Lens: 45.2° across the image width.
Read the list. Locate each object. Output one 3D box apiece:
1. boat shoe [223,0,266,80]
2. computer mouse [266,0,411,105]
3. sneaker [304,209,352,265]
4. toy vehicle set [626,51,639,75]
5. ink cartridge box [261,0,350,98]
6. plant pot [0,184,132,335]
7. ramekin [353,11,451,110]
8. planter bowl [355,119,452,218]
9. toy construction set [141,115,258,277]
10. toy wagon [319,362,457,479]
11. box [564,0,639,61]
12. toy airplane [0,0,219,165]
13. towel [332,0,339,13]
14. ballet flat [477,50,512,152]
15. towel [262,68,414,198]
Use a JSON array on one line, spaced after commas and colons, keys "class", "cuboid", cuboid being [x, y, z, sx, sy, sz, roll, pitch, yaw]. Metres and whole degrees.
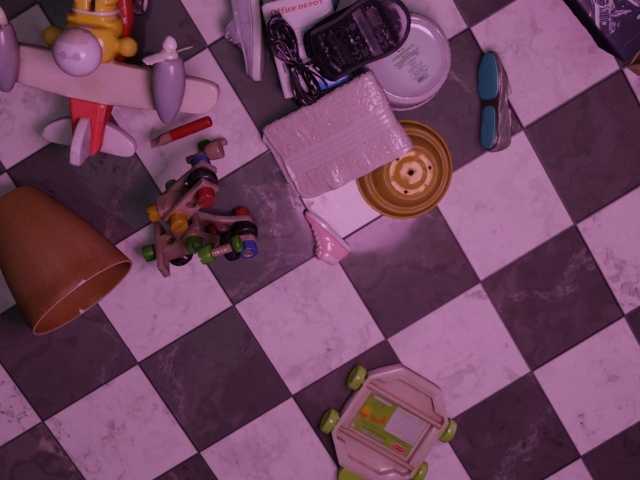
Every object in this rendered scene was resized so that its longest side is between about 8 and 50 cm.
[{"class": "boat shoe", "cuboid": [-0.157, -0.440, 1.577, 0.081, 0.079, 0.228, -3, 95, 6]}, {"class": "computer mouse", "cuboid": [0.046, -0.396, 1.496, 0.272, 0.072, 0.189, -20, 112, 17]}, {"class": "sneaker", "cuboid": [0.000, 0.000, 1.667, 0.134, 0.051, 0.070, 44, 89, -14]}, {"class": "toy vehicle set", "cuboid": [0.760, -0.467, 1.589, 0.035, 0.166, 0.267, 32, 96, -9]}, {"class": "ink cartridge box", "cuboid": [-0.029, -0.402, 1.565, 0.139, 0.082, 0.191, -13, 108, 3]}, {"class": "plant pot", "cuboid": [-0.554, 0.020, 1.557, 0.237, 0.237, 0.254, -39, 86, 3]}, {"class": "ramekin", "cuboid": [0.173, -0.374, 1.590, 0.207, 0.109, 0.207, -1, 99, -5]}, {"class": "planter bowl", "cuboid": [0.186, -0.147, 1.638, 0.217, 0.090, 0.217, -1, 100, -5]}, {"class": "toy construction set", "cuboid": [-0.287, -0.070, 1.569, 0.237, 0.257, 0.309, -18, 80, 11]}, {"class": "toy wagon", "cuboid": [0.131, 0.449, 1.743, 0.267, 0.068, 0.344, 32, 96, -8]}, {"class": "box", "cuboid": [0.617, -0.591, 1.497, 0.343, 0.179, 0.312, -42, 108, 17]}, {"class": "toy airplane", "cuboid": [-0.445, -0.328, 1.468, 0.386, 0.272, 0.384, -33, 99, 4]}, {"class": "towel", "cuboid": [0.010, -0.512, 1.596, 0.067, 0.029, 0.120, 20, 98, -9]}, {"class": "ballet flat", "cuboid": [0.378, -0.297, 1.648, 0.068, 0.072, 0.213, -8, 102, -31]}, {"class": "towel", "cuboid": [0.029, -0.210, 1.587, 0.282, 0.049, 0.187, -25, 103, 25]}]
